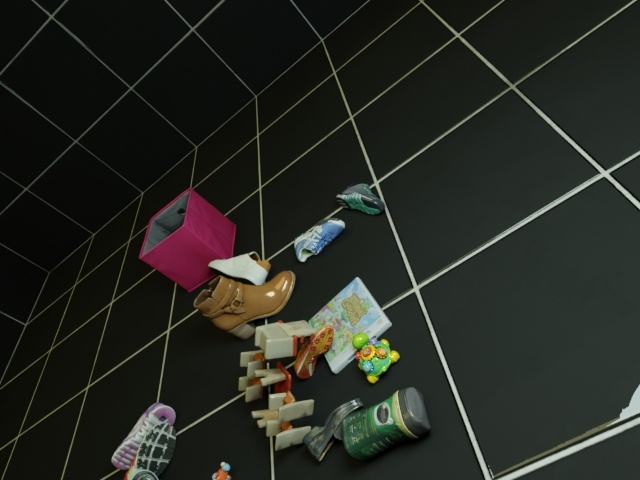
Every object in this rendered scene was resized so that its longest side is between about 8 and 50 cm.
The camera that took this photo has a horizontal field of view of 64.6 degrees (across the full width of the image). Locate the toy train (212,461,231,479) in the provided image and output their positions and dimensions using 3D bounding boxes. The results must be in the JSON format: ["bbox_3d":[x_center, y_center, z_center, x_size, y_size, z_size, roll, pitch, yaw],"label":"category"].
[{"bbox_3d":[-0.284,0.651,1.287,0.166,0.046,0.125,-48,5,17],"label":"toy train"}]

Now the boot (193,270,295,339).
[{"bbox_3d":[-0.234,0.160,1.574,0.283,0.220,0.109,-44,33,5],"label":"boot"}]

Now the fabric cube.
[{"bbox_3d":[-0.524,-0.001,2.036,0.254,0.258,0.259,-33,36,22],"label":"fabric cube"}]

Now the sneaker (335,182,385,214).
[{"bbox_3d":[0.139,-0.147,1.604,0.098,0.083,0.223,-51,32,-14],"label":"sneaker"}]

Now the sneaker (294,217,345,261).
[{"bbox_3d":[0.000,0.000,1.620,0.211,0.080,0.081,-35,40,35],"label":"sneaker"}]

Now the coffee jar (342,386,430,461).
[{"bbox_3d":[0.138,0.383,1.055,0.184,0.079,0.096,-33,33,22],"label":"coffee jar"}]

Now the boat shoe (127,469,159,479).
[{"bbox_3d":[-0.439,0.734,1.282,0.119,0.121,0.335,-63,33,34],"label":"boat shoe"}]

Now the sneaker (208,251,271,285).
[{"bbox_3d":[-0.283,0.098,1.818,0.290,0.106,0.123,10,56,42],"label":"sneaker"}]

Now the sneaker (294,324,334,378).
[{"bbox_3d":[-0.025,0.281,1.320,0.175,0.064,0.067,-57,34,20],"label":"sneaker"}]

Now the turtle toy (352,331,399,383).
[{"bbox_3d":[0.120,0.269,1.204,0.095,0.066,0.130,-46,33,1],"label":"turtle toy"}]

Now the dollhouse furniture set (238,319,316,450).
[{"bbox_3d":[-0.094,0.341,1.274,0.262,0.135,0.259,32,120,57],"label":"dollhouse furniture set"}]

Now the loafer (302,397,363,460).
[{"bbox_3d":[0.038,0.428,1.150,0.170,0.062,0.061,-45,55,9],"label":"loafer"}]

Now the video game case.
[{"bbox_3d":[0.072,0.220,1.348,0.193,0.023,0.212,-43,33,6],"label":"video game case"}]

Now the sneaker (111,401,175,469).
[{"bbox_3d":[-0.561,0.610,1.603,0.236,0.095,0.104,-49,26,-12],"label":"sneaker"}]

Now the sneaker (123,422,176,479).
[{"bbox_3d":[-0.528,0.671,1.489,0.118,0.107,0.279,-21,38,48],"label":"sneaker"}]
